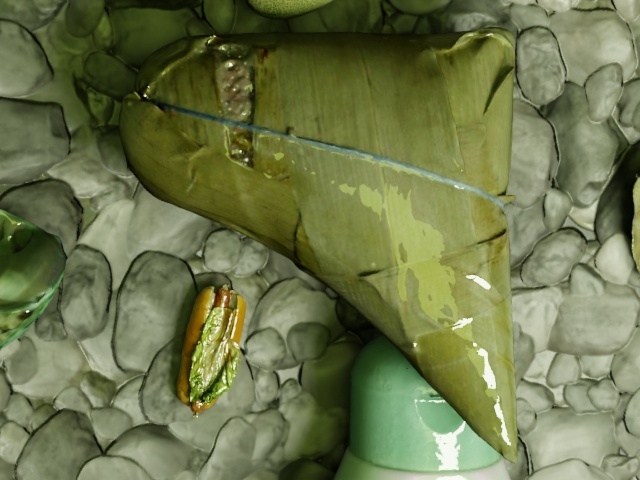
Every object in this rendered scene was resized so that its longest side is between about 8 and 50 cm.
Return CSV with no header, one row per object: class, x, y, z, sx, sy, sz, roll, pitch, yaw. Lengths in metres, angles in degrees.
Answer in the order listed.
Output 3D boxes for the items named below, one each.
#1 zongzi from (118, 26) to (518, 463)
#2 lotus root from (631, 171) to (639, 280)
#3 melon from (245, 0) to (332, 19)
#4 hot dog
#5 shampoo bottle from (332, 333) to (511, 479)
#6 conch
zongzi,0.000,0.000,1.374,0.356,0.174,0.392,1,75,-4
lotus root,0.366,-0.006,1.508,0.143,0.070,0.144,30,133,21
melon,-0.006,-0.266,1.418,0.162,0.099,0.099,-36,101,-8
hot dog,-0.103,0.105,1.482,0.056,0.041,0.133,13,95,-10
shampoo bottle,0.097,0.251,1.477,0.222,0.151,0.349,1,97,-8
conch,-0.342,0.037,1.399,0.188,0.122,0.175,31,72,-13
